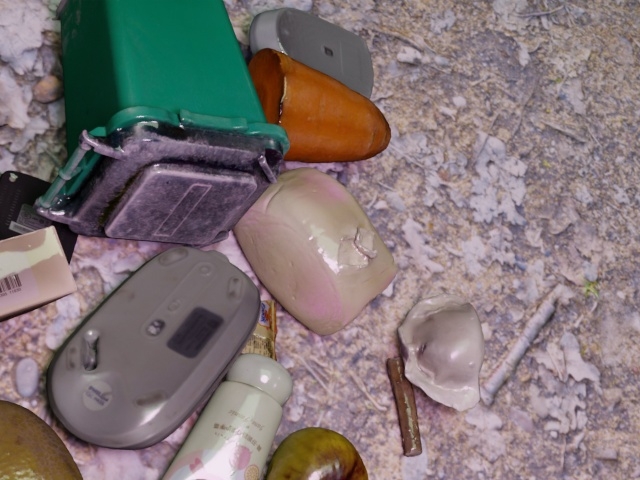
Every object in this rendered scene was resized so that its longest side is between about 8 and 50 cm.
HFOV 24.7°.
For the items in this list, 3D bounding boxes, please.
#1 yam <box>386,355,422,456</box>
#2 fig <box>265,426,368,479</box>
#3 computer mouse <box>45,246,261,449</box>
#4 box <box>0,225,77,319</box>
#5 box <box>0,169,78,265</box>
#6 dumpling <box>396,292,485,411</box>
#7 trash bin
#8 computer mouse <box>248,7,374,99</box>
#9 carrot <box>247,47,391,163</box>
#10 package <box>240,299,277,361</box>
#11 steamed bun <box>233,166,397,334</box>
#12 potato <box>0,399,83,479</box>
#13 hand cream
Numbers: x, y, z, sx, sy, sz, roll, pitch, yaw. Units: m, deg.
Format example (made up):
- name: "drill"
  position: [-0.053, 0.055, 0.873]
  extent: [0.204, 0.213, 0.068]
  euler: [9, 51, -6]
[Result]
- name: "yam"
  position: [0.120, 0.233, 2.064]
  extent: [0.032, 0.032, 0.145]
  euler: [2, 65, -25]
- name: "fig"
  position: [-0.004, 0.317, 1.902]
  extent: [0.136, 0.121, 0.153]
  euler: [15, 58, -23]
- name: "computer mouse"
  position: [-0.215, 0.141, 1.910]
  extent: [0.197, 0.095, 0.331]
  euler: [30, 53, 16]
- name: "box"
  position: [-0.433, 0.063, 1.796]
  extent: [0.212, 0.168, 0.095]
  euler: [-19, 88, -32]
- name: "box"
  position: [-0.385, -0.028, 1.964]
  extent: [0.126, 0.027, 0.125]
  euler: [20, 57, -15]
- name: "dumpling"
  position: [0.171, 0.158, 2.087]
  extent: [0.127, 0.108, 0.188]
  euler: [5, 62, -6]
- name: "trash bin"
  position: [-0.243, -0.200, 1.989]
  extent: [0.295, 0.259, 0.381]
  euler: [5, 55, -32]
- name: "computer mouse"
  position: [-0.016, -0.281, 2.250]
  extent: [0.231, 0.079, 0.128]
  euler: [20, 59, -34]
- name: "carrot"
  position: [0.006, -0.183, 2.157]
  extent: [0.225, 0.159, 0.159]
  euler: [10, 60, -23]
- name: "package"
  position: [-0.112, 0.123, 2.011]
  extent: [0.120, 0.031, 0.108]
  euler: [11, 59, -22]
- name: "steamed bun"
  position: [0.000, 0.000, 2.055]
  extent: [0.170, 0.152, 0.239]
  euler: [-34, 84, -36]
- name: "potato"
  position: [-0.371, 0.297, 1.720]
  extent: [0.174, 0.159, 0.251]
  euler: [11, 48, -48]
- name: "hand cream"
  position: [-0.131, 0.290, 1.889]
  extent: [0.147, 0.093, 0.306]
  euler: [29, 65, -9]
